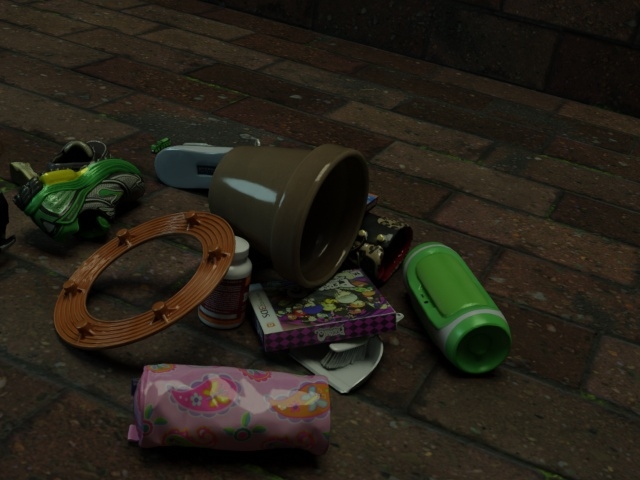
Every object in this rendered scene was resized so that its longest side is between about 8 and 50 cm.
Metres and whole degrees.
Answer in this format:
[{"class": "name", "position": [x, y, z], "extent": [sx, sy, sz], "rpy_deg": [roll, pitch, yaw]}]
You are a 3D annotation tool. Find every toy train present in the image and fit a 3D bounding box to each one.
[{"class": "toy train", "position": [-0.406, -0.244, 2.238], "extent": [0.017, 0.023, 0.083], "rpy_deg": [17, 27, 14]}]

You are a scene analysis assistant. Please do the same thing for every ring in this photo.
[{"class": "ring", "position": [-0.301, 0.053, 1.477], "extent": [0.337, 0.032, 0.336], "rpy_deg": [-16, 34, 12]}]

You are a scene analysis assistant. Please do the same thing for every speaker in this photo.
[{"class": "speaker", "position": [0.246, 0.118, 1.629], "extent": [0.131, 0.131, 0.296], "rpy_deg": [3, 27, -15]}]

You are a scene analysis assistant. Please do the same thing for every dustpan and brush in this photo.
[{"class": "dustpan and brush", "position": [0.069, 0.175, 1.520], "extent": [0.211, 0.060, 0.147], "rpy_deg": [-15, 35, -43]}]

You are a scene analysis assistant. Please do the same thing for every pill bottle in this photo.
[{"class": "pill bottle", "position": [-0.166, 0.072, 1.540], "extent": [0.086, 0.152, 0.086], "rpy_deg": [8, 27, -4]}]

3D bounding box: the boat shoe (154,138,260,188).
[{"class": "boat shoe", "position": [-0.191, -0.166, 2.059], "extent": [0.367, 0.135, 0.156], "rpy_deg": [7, 21, 16]}]

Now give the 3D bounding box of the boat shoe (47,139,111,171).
[{"class": "boat shoe", "position": [-0.541, -0.179, 1.978], "extent": [0.103, 0.092, 0.285], "rpy_deg": [12, 26, 4]}]

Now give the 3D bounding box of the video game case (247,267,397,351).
[{"class": "video game case", "position": [-0.007, 0.118, 1.560], "extent": [0.232, 0.041, 0.210], "rpy_deg": [-8, 22, -12]}]

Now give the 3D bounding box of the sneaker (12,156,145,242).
[{"class": "sneaker", "position": [-0.468, -0.071, 1.791], "extent": [0.146, 0.134, 0.343], "rpy_deg": [53, 28, 3]}]

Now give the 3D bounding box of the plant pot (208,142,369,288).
[{"class": "plant pot", "position": [-0.068, -0.072, 1.587], "extent": [0.229, 0.263, 0.263], "rpy_deg": [22, 28, 24]}]

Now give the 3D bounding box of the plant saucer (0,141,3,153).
[{"class": "plant saucer", "position": [-0.842, -0.233, 2.044], "extent": [0.199, 0.036, 0.198], "rpy_deg": [8, 27, -4]}]

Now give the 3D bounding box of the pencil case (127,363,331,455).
[{"class": "pencil case", "position": [-0.126, 0.242, 1.247], "extent": [0.284, 0.124, 0.124], "rpy_deg": [4, 27, -12]}]

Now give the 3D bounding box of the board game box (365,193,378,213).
[{"class": "board game box", "position": [-0.032, -0.107, 1.808], "extent": [0.281, 0.027, 0.145], "rpy_deg": [17, 19, 14]}]

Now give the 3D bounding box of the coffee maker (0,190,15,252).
[{"class": "coffee maker", "position": [-0.632, -0.028, 1.551], "extent": [0.120, 0.171, 0.178], "rpy_deg": [-11, 25, 2]}]

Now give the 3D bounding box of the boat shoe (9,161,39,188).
[{"class": "boat shoe", "position": [-0.628, -0.134, 1.903], "extent": [0.048, 0.056, 0.153], "rpy_deg": [-14, 28, -32]}]

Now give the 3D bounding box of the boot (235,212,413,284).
[{"class": "boot", "position": [0.000, 0.000, 1.777], "extent": [0.284, 0.138, 0.377], "rpy_deg": [21, 23, 21]}]
